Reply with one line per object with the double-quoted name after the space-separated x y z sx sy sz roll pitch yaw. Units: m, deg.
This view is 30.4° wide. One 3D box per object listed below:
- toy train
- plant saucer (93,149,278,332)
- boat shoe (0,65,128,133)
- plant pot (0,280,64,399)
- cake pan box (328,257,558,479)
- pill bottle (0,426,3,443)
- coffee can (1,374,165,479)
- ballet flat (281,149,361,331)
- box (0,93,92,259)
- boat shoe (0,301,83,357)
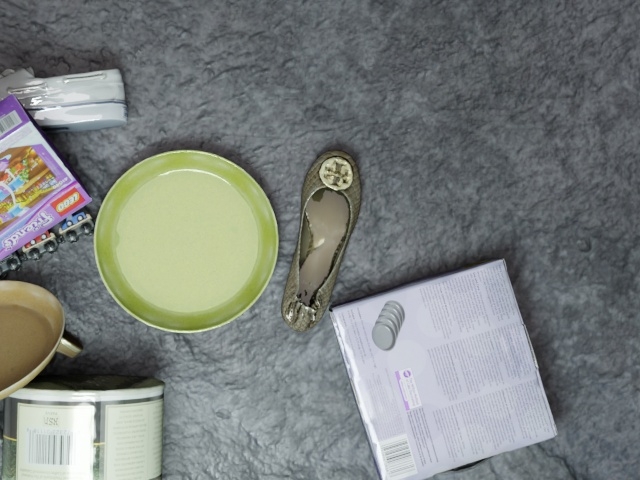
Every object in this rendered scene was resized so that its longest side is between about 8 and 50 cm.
-0.366 0.003 1.550 0.158 0.027 0.036 -26 79 -4 "toy train"
-0.177 0.001 1.561 0.241 0.037 0.240 0 89 -4 "plant saucer"
-0.382 -0.183 1.526 0.258 0.095 0.084 -4 85 -16 "boat shoe"
-0.424 0.133 1.433 0.236 0.236 0.032 -14 126 -5 "plant pot"
0.163 0.180 1.574 0.246 0.070 0.266 -18 91 -3 "cake pan box"
-0.543 0.302 1.462 0.161 0.161 0.283 45 85 -3 "pill bottle"
-0.295 0.313 1.463 0.202 0.201 0.275 1 89 -5 "coffee can"
0.000 0.000 1.565 0.084 0.058 0.249 16 88 -5 "ballet flat"
-0.451 -0.034 1.456 0.293 0.201 0.057 -34 62 -5 "box"
-0.376 0.124 1.538 0.135 0.050 0.045 26 90 6 "boat shoe"
